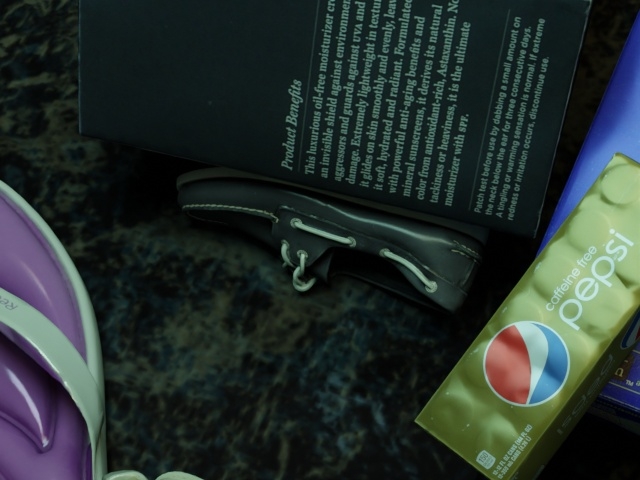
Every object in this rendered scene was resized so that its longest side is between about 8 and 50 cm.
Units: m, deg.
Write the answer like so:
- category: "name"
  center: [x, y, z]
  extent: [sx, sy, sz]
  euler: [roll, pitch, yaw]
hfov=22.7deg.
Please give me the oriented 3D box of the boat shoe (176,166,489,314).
- category: "boat shoe"
  center: [0.000, 0.000, 1.005]
  extent: [0.206, 0.075, 0.065]
  euler: [11, 80, 14]

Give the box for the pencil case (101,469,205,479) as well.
- category: "pencil case"
  center: [0.079, 0.214, 0.807]
  extent: [0.410, 0.160, 0.183]
  euler: [6, 70, 3]

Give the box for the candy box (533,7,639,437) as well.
- category: "candy box"
  center: [0.289, -0.019, 0.923]
  extent: [0.268, 0.122, 0.317]
  euler: [21, 80, 19]

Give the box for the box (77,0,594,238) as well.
- category: "box"
  center: [0.030, -0.179, 1.023]
  extent: [0.294, 0.182, 0.296]
  euler: [14, 38, 7]

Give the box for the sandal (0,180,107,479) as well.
- category: "sandal"
  center: [-0.200, 0.096, 0.918]
  extent: [0.169, 0.102, 0.416]
  euler: [-15, 57, -11]

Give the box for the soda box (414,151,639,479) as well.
- category: "soda box"
  center: [0.132, 0.046, 0.849]
  extent: [0.061, 0.058, 0.181]
  euler: [36, 87, 23]
